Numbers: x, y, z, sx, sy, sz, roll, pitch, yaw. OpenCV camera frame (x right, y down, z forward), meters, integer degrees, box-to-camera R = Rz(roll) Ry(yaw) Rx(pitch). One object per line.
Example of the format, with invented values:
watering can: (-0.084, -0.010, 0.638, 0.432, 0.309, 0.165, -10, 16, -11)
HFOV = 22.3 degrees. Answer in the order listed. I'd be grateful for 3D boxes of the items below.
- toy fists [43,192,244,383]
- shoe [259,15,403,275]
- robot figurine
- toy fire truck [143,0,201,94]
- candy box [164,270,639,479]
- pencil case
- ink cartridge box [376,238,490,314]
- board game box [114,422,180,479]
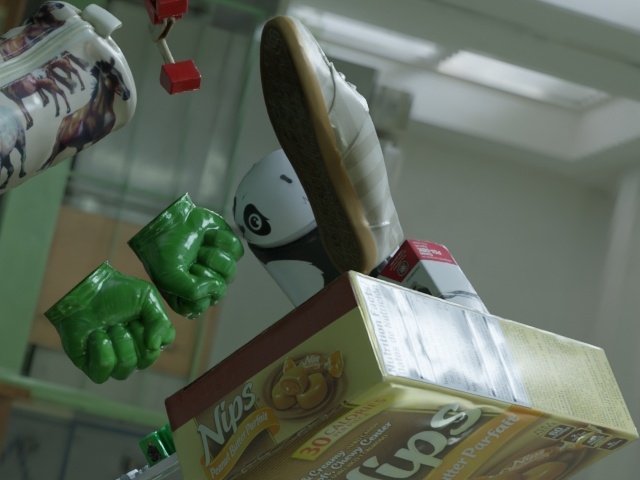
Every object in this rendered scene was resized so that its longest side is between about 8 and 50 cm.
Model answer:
toy fists: (-0.215, 0.066, 2.097, 0.279, 0.142, 0.096, -43, -173, -26)
shoe: (0.010, -0.079, 1.293, 0.076, 0.058, 0.219, 6, -61, 59)
robot figurine: (-0.003, 0.001, 2.229, 0.209, 0.278, 0.173, -20, -148, 26)
toy fire truck: (-0.221, -0.309, 2.268, 0.135, 0.047, 0.192, 96, -29, -43)
candy box: (0.066, 0.129, 1.171, 0.183, 0.316, 0.087, -36, -123, 29)
pencil case: (-0.389, -0.109, 1.712, 0.410, 0.160, 0.183, -34, 169, -28)
ink cartridge box: (0.105, 0.081, 1.572, 0.099, 0.056, 0.135, -54, -134, 26)
board game box: (-0.286, 0.334, 2.212, 0.390, 0.050, 0.390, -32, 174, 9)
